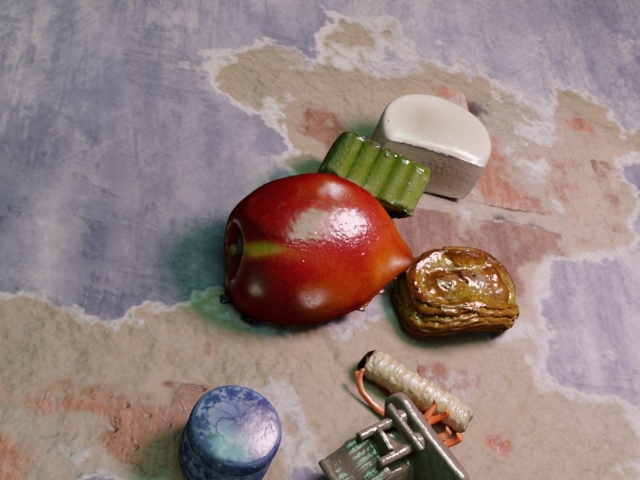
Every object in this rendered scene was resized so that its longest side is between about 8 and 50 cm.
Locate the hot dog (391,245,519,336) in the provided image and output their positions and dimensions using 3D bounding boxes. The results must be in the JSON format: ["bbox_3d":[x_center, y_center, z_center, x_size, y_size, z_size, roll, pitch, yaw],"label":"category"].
[{"bbox_3d":[0.270,0.098,1.961,0.259,0.114,0.175,-3,53,-24],"label":"hot dog"}]

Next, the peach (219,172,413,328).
[{"bbox_3d":[0.000,0.000,1.845,0.362,0.201,0.257,-3,51,-10],"label":"peach"}]

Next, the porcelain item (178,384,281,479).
[{"bbox_3d":[-0.139,0.308,1.619,0.147,0.114,0.147,12,48,-14],"label":"porcelain item"}]

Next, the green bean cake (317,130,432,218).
[{"bbox_3d":[0.099,-0.123,2.009,0.200,0.214,0.113,25,88,0],"label":"green bean cake"}]

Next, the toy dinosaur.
[{"bbox_3d":[0.170,0.313,1.773,0.279,0.101,0.055,52,9,15],"label":"toy dinosaur"}]

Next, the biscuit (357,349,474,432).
[{"bbox_3d":[0.168,0.260,1.825,0.219,0.055,0.061,32,37,5],"label":"biscuit"}]

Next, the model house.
[{"bbox_3d":[0.110,0.379,1.658,0.188,0.122,0.229,-22,66,-32],"label":"model house"}]

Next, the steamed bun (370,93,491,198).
[{"bbox_3d":[0.226,-0.202,2.167,0.242,0.146,0.164,14,51,-9],"label":"steamed bun"}]
